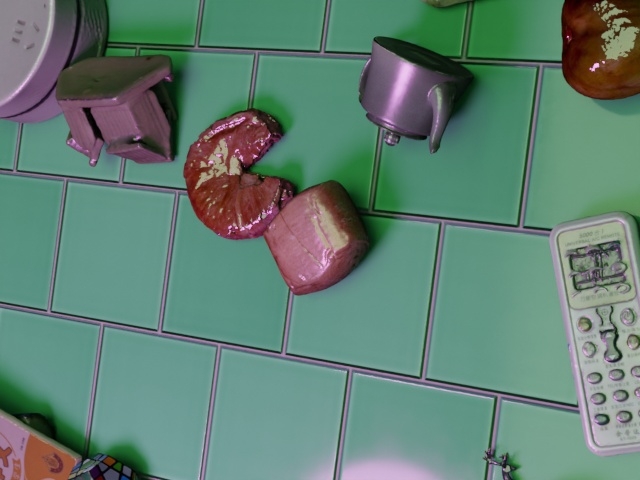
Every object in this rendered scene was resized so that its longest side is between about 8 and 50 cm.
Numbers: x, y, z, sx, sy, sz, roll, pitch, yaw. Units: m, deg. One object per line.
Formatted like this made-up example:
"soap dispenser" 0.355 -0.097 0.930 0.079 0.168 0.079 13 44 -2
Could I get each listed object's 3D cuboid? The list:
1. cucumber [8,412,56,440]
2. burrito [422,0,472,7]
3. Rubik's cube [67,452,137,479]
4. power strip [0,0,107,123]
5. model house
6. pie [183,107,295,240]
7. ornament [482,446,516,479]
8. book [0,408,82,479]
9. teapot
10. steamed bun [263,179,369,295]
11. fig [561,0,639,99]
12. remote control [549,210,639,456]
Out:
"cucumber" -0.542 0.363 2.182 0.115 0.062 0.116 -8 103 29
"burrito" 0.237 -0.397 1.837 0.188 0.045 0.058 -10 75 29
"Rubik's cube" -0.373 0.430 2.061 0.112 0.133 0.133 0 86 3
"power strip" -0.560 -0.395 2.188 0.357 0.161 0.357 -2 85 27
"model house" -0.345 -0.214 2.083 0.229 0.122 0.188 -1 121 25
"pie" -0.136 -0.107 2.006 0.204 0.054 0.219 -31 73 22
"ornament" 0.263 0.369 1.779 0.073 0.028 0.125 -24 78 24
"book" -0.572 0.404 2.163 0.295 0.020 0.208 25 115 17
"teapot" 0.128 -0.217 1.836 0.239 0.162 0.149 43 120 49
"steamed bun" 0.000 0.000 1.905 0.175 0.106 0.145 -39 75 34
"fig" 0.467 -0.274 1.666 0.274 0.145 0.170 7 91 14
"remote control" 0.413 0.131 1.695 0.128 0.065 0.335 -13 81 29
